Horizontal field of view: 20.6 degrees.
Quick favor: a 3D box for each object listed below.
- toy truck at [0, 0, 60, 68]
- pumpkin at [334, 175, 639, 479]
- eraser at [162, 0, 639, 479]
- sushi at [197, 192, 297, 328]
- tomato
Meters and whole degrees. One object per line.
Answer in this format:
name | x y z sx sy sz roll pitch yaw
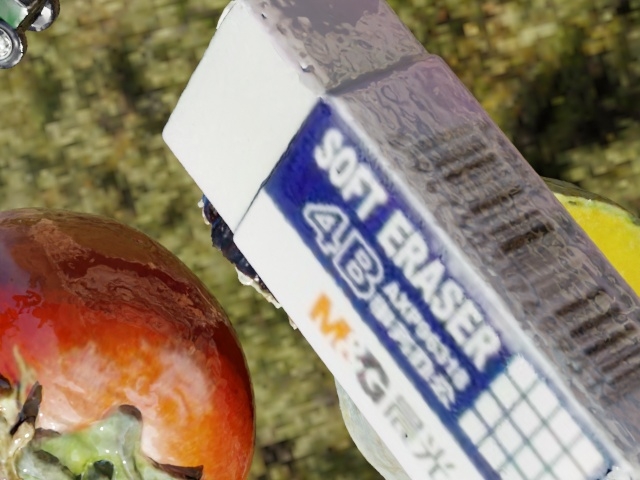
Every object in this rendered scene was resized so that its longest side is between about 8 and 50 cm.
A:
toy truck | -0.161 -0.215 1.014 0.121 0.088 0.259 40 119 -7
pumpkin | 0.190 0.099 1.495 0.199 0.332 0.332 168 86 -78
eraser | 0.051 0.013 0.817 0.287 0.086 0.130 53 141 16
sushi | 0.000 0.000 1.047 0.150 0.090 0.078 41 126 13
tomato | -0.218 0.129 1.406 0.321 0.322 0.321 164 90 -73
